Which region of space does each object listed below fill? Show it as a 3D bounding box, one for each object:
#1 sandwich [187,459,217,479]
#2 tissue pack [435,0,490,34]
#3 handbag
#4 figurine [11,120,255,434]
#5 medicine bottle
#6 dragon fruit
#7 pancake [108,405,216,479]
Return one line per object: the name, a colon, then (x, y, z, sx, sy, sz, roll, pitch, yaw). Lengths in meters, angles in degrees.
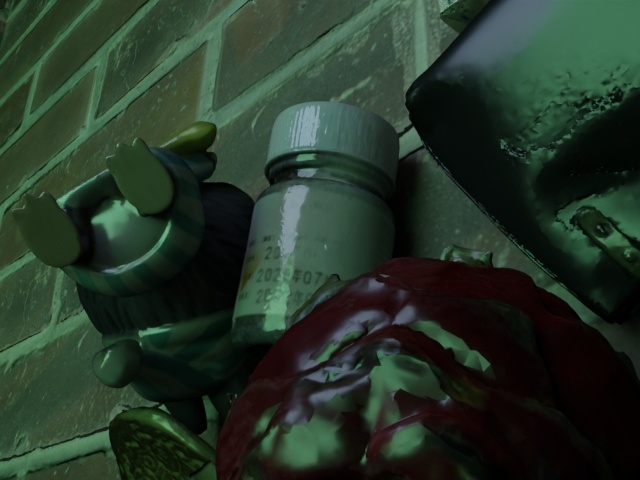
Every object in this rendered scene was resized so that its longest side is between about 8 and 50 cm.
sandwich: (-0.096, 0.379, 0.797, 0.212, 0.063, 0.245, 42, 134, 24)
tissue pack: (0.166, -0.288, 0.887, 0.058, 0.074, 0.095, -30, 52, 35)
handbag: (0.257, -0.116, 0.630, 0.342, 0.152, 0.288, -45, 53, 31)
figurine: (-0.144, 0.074, 0.899, 0.266, 0.378, 0.361, -33, 8, 0)
medicine bottle: (0.000, 0.000, 0.859, 0.165, 0.165, 0.274, -16, 59, 46)
dragon fruit: (0.080, 0.165, 0.546, 0.329, 0.329, 0.329, -28, 51, 40)
pancake: (-0.157, 0.292, 0.885, 0.250, 0.031, 0.250, 22, 128, 31)
